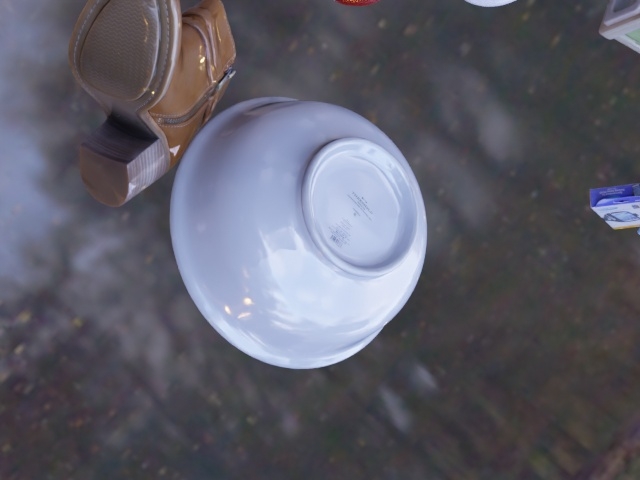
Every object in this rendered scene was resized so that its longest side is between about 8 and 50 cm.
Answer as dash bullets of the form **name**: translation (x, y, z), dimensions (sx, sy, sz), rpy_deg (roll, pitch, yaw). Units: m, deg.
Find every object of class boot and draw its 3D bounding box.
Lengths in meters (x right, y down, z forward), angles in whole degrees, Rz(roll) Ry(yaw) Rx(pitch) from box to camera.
- **boot**: translation (-0.144, -0.188, 1.351), dimensions (0.220, 0.109, 0.283), rpy_deg (-52, 159, -43)

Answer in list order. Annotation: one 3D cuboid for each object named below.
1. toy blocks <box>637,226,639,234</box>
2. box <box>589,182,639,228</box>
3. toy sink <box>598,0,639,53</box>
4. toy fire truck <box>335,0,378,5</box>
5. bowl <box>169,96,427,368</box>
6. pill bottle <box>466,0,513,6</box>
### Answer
- **toy blocks**: translation (0.438, -0.063, 1.597), dimensions (0.123, 0.054, 0.148), rpy_deg (-8, 136, -45)
- **box**: translation (0.386, -0.045, 1.682), dimensions (0.136, 0.081, 0.028), rpy_deg (30, 57, -61)
- **toy sink**: translation (0.448, -0.305, 1.703), dimensions (0.153, 0.234, 0.131), rpy_deg (-13, -128, 67)
- **toy fire truck**: translation (0.065, -0.376, 1.212), dimensions (0.254, 0.302, 0.169), rpy_deg (-26, -159, 42)
- **bowl**: translation (0.006, -0.023, 1.391), dimensions (0.298, 0.298, 0.134), rpy_deg (-35, -171, -36)
- **pill bottle**: translation (0.221, -0.509, 2.094), dimensions (0.181, 0.323, 0.182), rpy_deg (-12, 132, -14)
